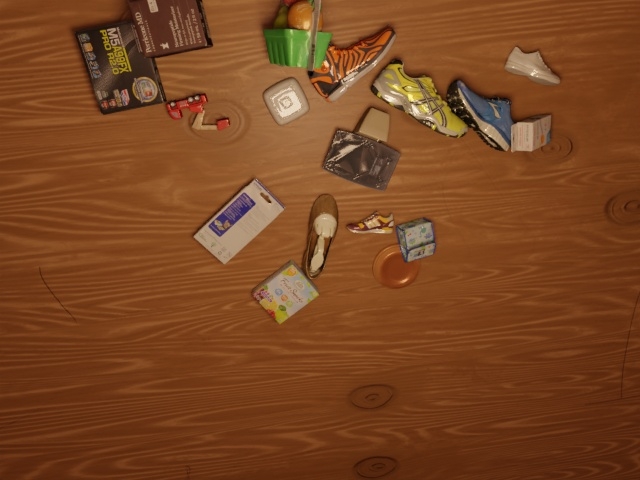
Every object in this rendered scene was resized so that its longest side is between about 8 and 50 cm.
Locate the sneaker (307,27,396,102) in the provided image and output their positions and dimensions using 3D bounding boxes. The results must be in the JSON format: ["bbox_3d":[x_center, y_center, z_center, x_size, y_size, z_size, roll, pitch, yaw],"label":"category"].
[{"bbox_3d":[0.090,-0.631,1.674,0.321,0.124,0.180,-41,110,10],"label":"sneaker"}]

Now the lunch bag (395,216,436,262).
[{"bbox_3d":[0.375,0.003,1.948,0.129,0.096,0.151,-16,112,-10],"label":"lunch bag"}]

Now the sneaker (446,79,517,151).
[{"bbox_3d":[0.589,-0.469,1.795,0.330,0.130,0.147,35,93,-23],"label":"sneaker"}]

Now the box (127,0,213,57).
[{"bbox_3d":[-0.465,-0.681,1.582,0.203,0.167,0.168,-12,111,0],"label":"box"}]

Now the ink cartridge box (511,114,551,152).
[{"bbox_3d":[0.764,-0.386,1.809,0.181,0.062,0.104,-25,116,-35],"label":"ink cartridge box"}]

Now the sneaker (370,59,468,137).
[{"bbox_3d":[0.369,-0.486,1.745,0.385,0.145,0.147,26,107,-15],"label":"sneaker"}]

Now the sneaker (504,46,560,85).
[{"bbox_3d":[0.765,-0.619,1.769,0.212,0.080,0.094,18,96,-10],"label":"sneaker"}]

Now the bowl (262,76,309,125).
[{"bbox_3d":[-0.119,-0.485,1.750,0.142,0.053,0.142,-27,109,5],"label":"bowl"}]

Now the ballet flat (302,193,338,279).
[{"bbox_3d":[0.000,0.000,1.906,0.116,0.124,0.342,13,109,-10],"label":"ballet flat"}]

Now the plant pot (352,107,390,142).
[{"bbox_3d":[0.190,-0.412,1.781,0.109,0.109,0.096,18,98,-11],"label":"plant pot"}]

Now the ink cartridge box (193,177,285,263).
[{"bbox_3d":[-0.303,-0.076,1.883,0.333,0.065,0.165,-40,109,12],"label":"ink cartridge box"}]

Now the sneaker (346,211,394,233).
[{"bbox_3d":[0.191,-0.071,1.932,0.186,0.069,0.083,0,102,-11],"label":"sneaker"}]

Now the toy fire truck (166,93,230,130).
[{"bbox_3d":[-0.425,-0.437,1.744,0.192,0.047,0.135,-14,113,1],"label":"toy fire truck"}]

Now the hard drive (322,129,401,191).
[{"bbox_3d":[0.148,-0.296,1.841,0.255,0.054,0.172,18,110,-11],"label":"hard drive"}]

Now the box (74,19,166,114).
[{"bbox_3d":[-0.659,-0.574,1.664,0.216,0.060,0.270,-11,111,0],"label":"box"}]

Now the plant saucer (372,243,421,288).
[{"bbox_3d":[0.311,0.111,2.022,0.200,0.037,0.199,-2,111,-5],"label":"plant saucer"}]

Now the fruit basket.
[{"bbox_3d":[-0.057,-0.712,1.538,0.166,0.327,0.353,2,109,-27],"label":"fruit basket"}]

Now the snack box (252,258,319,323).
[{"bbox_3d":[-0.139,0.205,2.001,0.207,0.070,0.174,-39,109,8],"label":"snack box"}]
